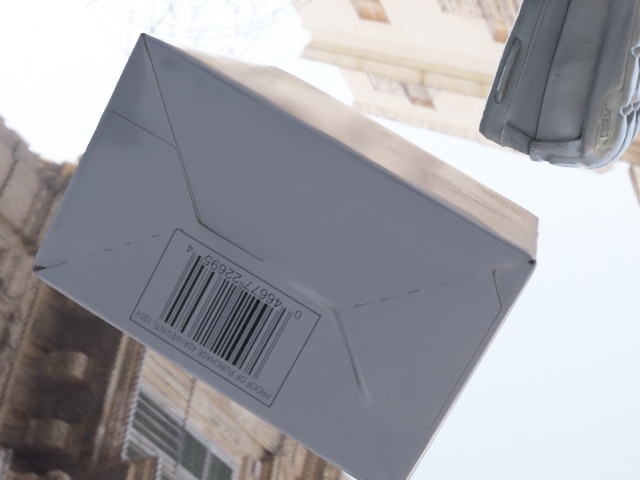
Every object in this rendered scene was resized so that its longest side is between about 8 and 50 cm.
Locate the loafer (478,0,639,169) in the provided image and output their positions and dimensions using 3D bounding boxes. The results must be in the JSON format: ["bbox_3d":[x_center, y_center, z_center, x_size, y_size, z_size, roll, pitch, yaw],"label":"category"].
[{"bbox_3d":[0.170,-0.207,0.611,0.111,0.112,0.320,14,-79,25],"label":"loafer"}]

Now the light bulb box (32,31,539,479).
[{"bbox_3d":[0.000,0.000,0.897,0.357,0.361,0.225,31,-78,9],"label":"light bulb box"}]
